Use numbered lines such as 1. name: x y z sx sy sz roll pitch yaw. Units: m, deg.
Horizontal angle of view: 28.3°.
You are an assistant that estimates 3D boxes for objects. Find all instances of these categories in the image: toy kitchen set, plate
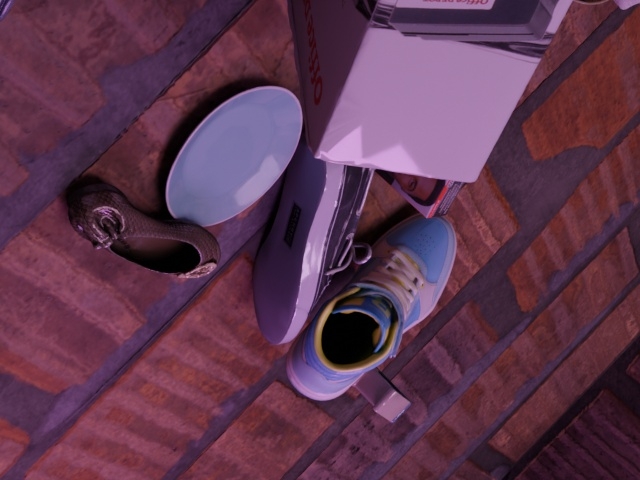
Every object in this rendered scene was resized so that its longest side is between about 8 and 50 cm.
1. toy kitchen set: 0.118 0.134 1.832 0.207 0.166 0.122 -48 152 3
2. plate: -0.098 -0.095 1.386 0.188 0.024 0.188 -34 149 -24

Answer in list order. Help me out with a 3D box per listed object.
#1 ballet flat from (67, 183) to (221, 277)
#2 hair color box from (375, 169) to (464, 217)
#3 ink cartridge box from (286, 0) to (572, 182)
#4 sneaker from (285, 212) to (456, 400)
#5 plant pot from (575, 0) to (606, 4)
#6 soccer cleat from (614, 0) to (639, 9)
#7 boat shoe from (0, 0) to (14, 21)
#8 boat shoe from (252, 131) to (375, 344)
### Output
1. ballet flat: -0.180 0.005 1.344 0.084 0.058 0.250 -28 154 14
2. hair color box: 0.109 -0.098 1.542 0.043 0.141 0.072 -9 134 -50
3. ink cartridge box: 0.108 -0.288 1.071 0.166 0.285 0.395 9 136 -16
4. sneaker: 0.092 0.072 1.667 0.319 0.127 0.208 -51 179 -17
5. plant pot: 0.252 -0.352 1.260 0.236 0.032 0.236 -4 95 -43
6. soccer cleat: 0.517 -0.392 1.781 0.331 0.116 0.143 -14 154 -43
7. boat shoe: -0.260 -0.236 0.942 0.083 0.065 0.183 -20 148 -45
8. boat shoe: -0.002 -0.003 1.546 0.105 0.113 0.306 -6 125 -31
